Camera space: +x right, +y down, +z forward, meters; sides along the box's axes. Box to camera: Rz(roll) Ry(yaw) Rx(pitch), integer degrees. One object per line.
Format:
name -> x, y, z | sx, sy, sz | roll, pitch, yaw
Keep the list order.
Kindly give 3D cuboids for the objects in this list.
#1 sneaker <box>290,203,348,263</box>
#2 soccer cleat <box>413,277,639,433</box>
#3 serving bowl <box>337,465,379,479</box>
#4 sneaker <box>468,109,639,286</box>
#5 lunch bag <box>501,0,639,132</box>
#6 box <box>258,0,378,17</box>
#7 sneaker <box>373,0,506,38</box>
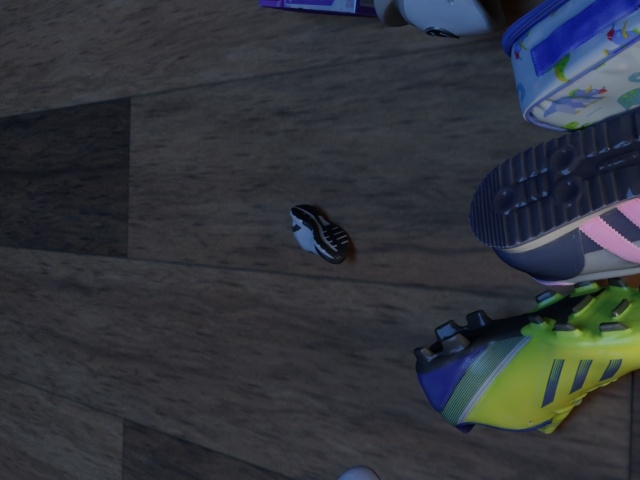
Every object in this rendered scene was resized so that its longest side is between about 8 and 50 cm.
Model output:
sneaker -> 0.000, 0.000, 1.373 | 0.109, 0.040, 0.043 | 49, 144, 48
soccer cleat -> 0.206, 0.112, 1.046 | 0.289, 0.093, 0.121 | -20, 104, 49
serving bowl -> 0.038, 0.294, 1.313 | 0.083, 0.027, 0.083 | 0, 90, 54
sneaker -> 0.283, -0.036, 0.916 | 0.319, 0.131, 0.112 | -12, 56, 35
lunch bag -> 0.256, -0.157, 0.877 | 0.219, 0.176, 0.090 | -34, 62, 51
box -> 0.019, -0.402, 1.326 | 0.201, 0.057, 0.293 | 20, 106, 53
sneaker -> 0.162, -0.347, 1.089 | 0.146, 0.122, 0.330 | 21, 106, 35
